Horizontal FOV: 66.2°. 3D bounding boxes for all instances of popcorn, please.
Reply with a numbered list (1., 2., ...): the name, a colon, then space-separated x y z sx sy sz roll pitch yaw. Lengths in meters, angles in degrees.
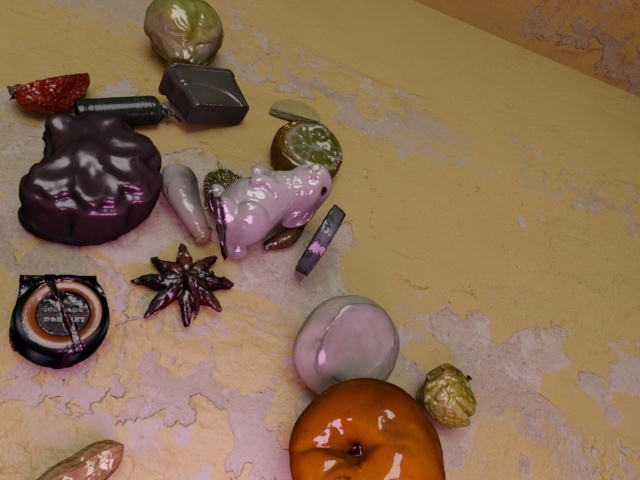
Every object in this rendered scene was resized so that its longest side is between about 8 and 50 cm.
1. popcorn: 0.344 0.413 1.314 0.174 0.142 0.173 27 22 -11

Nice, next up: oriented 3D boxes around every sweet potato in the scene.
1. sweet potato: -0.093 -0.037 1.529 0.081 0.062 0.233 22 52 16

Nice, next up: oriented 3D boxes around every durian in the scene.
1. durian: -0.294 -0.178 1.532 0.147 0.102 0.208 -5 53 -17

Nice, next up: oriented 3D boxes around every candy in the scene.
1. candy: 0.068 0.277 1.274 0.296 0.185 0.295 1 88 -21
2. candy: -0.047 -0.303 1.705 0.260 0.118 0.259 10 55 -15

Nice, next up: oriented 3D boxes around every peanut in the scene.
1. peanut: -0.488 0.469 0.984 0.083 0.093 0.194 28 47 37

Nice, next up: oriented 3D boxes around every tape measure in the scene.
1. tape measure: -0.597 0.182 1.130 0.202 0.135 0.222 4 56 -30

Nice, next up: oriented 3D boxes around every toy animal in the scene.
1. toy animal: -0.137 -0.105 1.423 0.357 0.257 0.194 -15 37 -18

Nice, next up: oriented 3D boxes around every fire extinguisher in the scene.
1. fire extinguisher: -0.615 -0.410 1.583 0.311 0.095 0.114 -14 74 -28

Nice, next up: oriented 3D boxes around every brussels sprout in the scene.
1. brussels sprout: -0.507 -0.767 1.809 0.274 0.243 0.316 38 52 -23

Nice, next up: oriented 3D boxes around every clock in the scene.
1. clock: 0.000 0.000 1.429 0.049 0.226 0.226 31 50 -3

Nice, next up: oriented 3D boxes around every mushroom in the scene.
1. mushroom: -0.396 -0.114 1.436 0.103 0.118 0.270 -29 64 7

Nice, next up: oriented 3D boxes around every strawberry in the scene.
1. strawberry: -0.827 -0.450 1.527 0.236 0.106 0.175 -19 22 -20

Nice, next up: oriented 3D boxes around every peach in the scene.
1. peach: 0.105 0.481 1.067 0.343 0.301 0.342 -10 50 12

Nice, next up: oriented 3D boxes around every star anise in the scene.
1. star anise: -0.362 0.102 1.296 0.272 0.102 0.272 9 50 -11

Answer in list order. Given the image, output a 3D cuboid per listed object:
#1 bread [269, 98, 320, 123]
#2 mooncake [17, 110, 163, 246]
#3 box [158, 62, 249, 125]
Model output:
1. bread: -0.093 -0.496 1.883 0.193 0.036 0.112 14 47 -6
2. mooncake: -0.622 -0.180 1.348 0.351 0.212 0.381 4 56 -26
3. box: -0.391 -0.495 1.682 0.274 0.138 0.178 -14 65 -42
